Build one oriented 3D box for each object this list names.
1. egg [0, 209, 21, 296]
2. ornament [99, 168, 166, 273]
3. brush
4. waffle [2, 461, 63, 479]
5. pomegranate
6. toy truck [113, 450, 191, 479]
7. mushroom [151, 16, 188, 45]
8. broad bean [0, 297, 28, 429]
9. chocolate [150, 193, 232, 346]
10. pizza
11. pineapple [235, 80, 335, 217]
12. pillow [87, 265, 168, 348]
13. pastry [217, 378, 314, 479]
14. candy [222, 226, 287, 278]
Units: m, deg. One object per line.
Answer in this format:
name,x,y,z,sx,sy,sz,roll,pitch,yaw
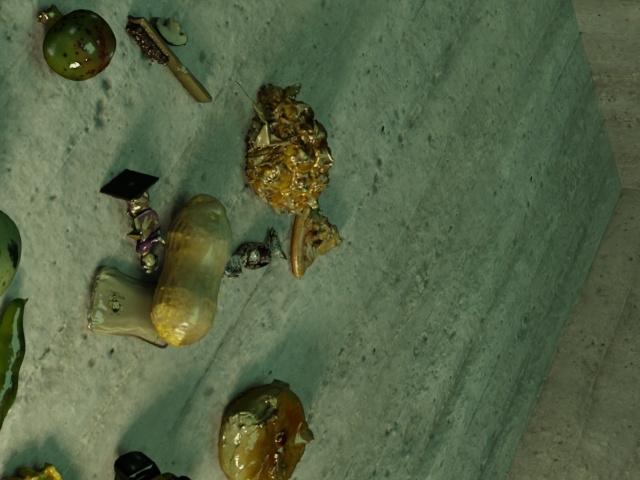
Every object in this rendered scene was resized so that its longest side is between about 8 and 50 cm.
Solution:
egg,-0.539,0.024,1.597,0.228,0.177,0.177,-38,128,-60
ornament,-0.324,-0.025,1.981,0.088,0.081,0.203,-43,131,-41
brush,-0.285,-0.330,2.010,0.036,0.043,0.248,-60,142,-17
waffle,-0.500,0.488,1.860,0.160,0.055,0.211,-52,137,-38
pomegranate,-0.402,-0.329,1.769,0.130,0.130,0.130,-17,111,-53
toy truck,-0.330,0.520,2.046,0.147,0.165,0.224,-25,134,-32
mushroom,-0.284,-0.393,2.014,0.101,0.019,0.049,26,77,-57
broad bean,-0.529,0.238,1.774,0.060,0.043,0.298,18,84,-46
chocolate,-0.246,0.059,2.049,0.134,0.134,0.309,42,51,-51
pizza,0.000,0.000,2.491,0.195,0.052,0.185,-3,103,-56
pineapple,-0.066,-0.181,2.260,0.158,0.161,0.335,-27,121,-48
pillow,-0.351,0.127,2.014,0.232,0.038,0.131,26,69,-54
pastry,-0.119,0.439,2.350,0.257,0.120,0.236,-33,124,-47
candy,-0.145,0.026,2.284,0.226,0.051,0.094,-11,103,-54
